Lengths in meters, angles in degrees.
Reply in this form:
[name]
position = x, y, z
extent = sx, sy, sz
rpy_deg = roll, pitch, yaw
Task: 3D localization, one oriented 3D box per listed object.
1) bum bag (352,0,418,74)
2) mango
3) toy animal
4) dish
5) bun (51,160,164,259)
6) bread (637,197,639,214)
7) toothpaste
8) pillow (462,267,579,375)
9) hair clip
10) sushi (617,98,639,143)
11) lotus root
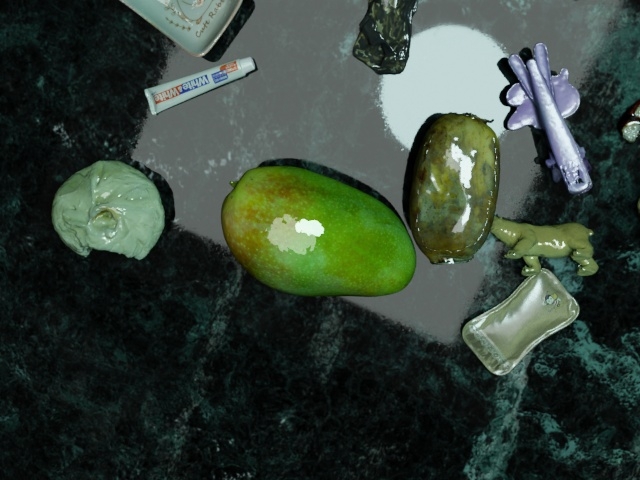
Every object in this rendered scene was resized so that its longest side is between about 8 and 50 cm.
[bum bag]
position = 0.125, -0.423, 1.282
extent = 0.102, 0.069, 0.248
rpy_deg = 20, 108, 23
[mango]
position = 0.000, 0.000, 1.304
extent = 0.381, 0.201, 0.225
rpy_deg = 21, 78, -12
[toy animal]
position = 0.414, 0.003, 1.342
extent = 0.218, 0.103, 0.101
rpy_deg = -1, 65, 5
[dish]
position = -0.252, -0.447, 1.292
extent = 0.212, 0.077, 0.151
rpy_deg = 37, 102, -4
[bun]
position = -0.404, -0.044, 1.348
extent = 0.212, 0.126, 0.204
rpy_deg = -28, 96, 8
[bread]
position = 0.798, 0.031, 1.240
extent = 0.360, 0.250, 0.394
rpy_deg = -24, 99, 7
[toothpaste]
position = -0.227, -0.295, 1.344
extent = 0.218, 0.033, 0.052
rpy_deg = -18, 95, 10
[pillow]
position = 0.390, 0.160, 1.392
extent = 0.217, 0.033, 0.130
rpy_deg = -39, 91, 9
[hair clip]
position = 0.415, -0.214, 1.305
extent = 0.137, 0.090, 0.279
rpy_deg = -21, 91, 19
[sushi]
position = 0.582, -0.223, 1.318
extent = 0.046, 0.044, 0.083
rpy_deg = 38, 98, 18
[lotus root]
position = 0.243, -0.090, 1.296
extent = 0.160, 0.152, 0.275
rpy_deg = 7, 92, 4
